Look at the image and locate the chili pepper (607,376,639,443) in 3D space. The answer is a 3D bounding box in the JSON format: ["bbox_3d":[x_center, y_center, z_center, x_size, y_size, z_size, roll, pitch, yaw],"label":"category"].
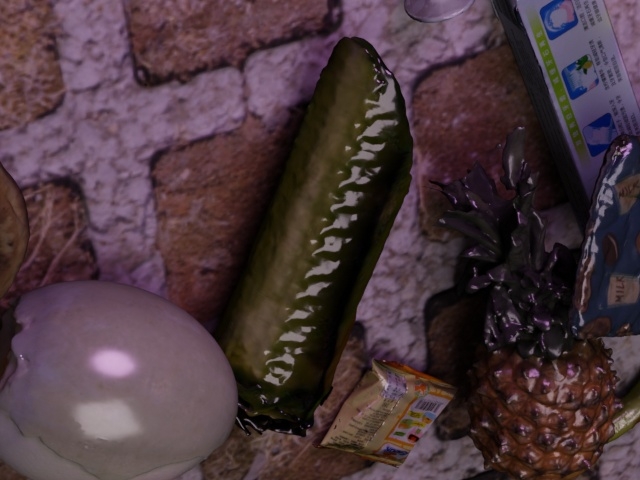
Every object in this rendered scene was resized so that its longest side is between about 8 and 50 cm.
[{"bbox_3d":[0.280,0.189,2.041,0.208,0.043,0.049,-28,141,-8],"label":"chili pepper"}]

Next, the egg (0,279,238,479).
[{"bbox_3d":[-0.172,0.128,1.672,0.217,0.183,0.183,15,113,-17],"label":"egg"}]

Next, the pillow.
[{"bbox_3d":[0.325,0.001,1.800,0.255,0.034,0.189,4,107,-40],"label":"pillow"}]

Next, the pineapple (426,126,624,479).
[{"bbox_3d":[0.185,0.056,1.833,0.165,0.165,0.365,-24,126,-12],"label":"pineapple"}]

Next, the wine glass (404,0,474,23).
[{"bbox_3d":[0.080,-0.258,1.634,0.073,0.073,0.155,-27,132,-10],"label":"wine glass"}]

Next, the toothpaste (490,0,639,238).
[{"bbox_3d":[0.239,-0.121,1.805,0.081,0.067,0.336,-32,130,-6],"label":"toothpaste"}]

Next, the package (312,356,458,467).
[{"bbox_3d":[0.065,0.168,1.923,0.108,0.031,0.121,20,115,-34],"label":"package"}]

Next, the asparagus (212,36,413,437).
[{"bbox_3d":[0.000,0.000,1.733,0.128,0.108,0.382,9,114,-31],"label":"asparagus"}]

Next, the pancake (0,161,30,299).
[{"bbox_3d":[-0.371,-0.003,1.565,0.294,0.049,0.294,-11,130,-14],"label":"pancake"}]
